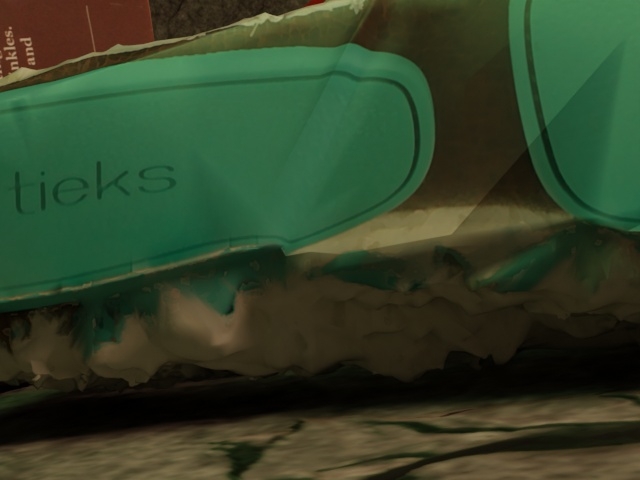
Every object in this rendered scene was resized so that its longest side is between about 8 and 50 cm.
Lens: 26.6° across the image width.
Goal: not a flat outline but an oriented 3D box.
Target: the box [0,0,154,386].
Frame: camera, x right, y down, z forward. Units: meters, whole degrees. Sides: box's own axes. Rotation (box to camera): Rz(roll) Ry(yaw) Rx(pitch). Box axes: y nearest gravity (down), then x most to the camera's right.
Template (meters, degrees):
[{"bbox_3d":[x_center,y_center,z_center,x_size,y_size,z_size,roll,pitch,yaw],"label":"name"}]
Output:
[{"bbox_3d":[-0.189,-0.019,0.589,0.167,0.168,0.203,-5,4,44],"label":"box"}]

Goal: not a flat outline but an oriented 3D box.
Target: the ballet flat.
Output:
[{"bbox_3d":[0.058,-0.020,0.437,0.409,0.147,0.147,-6,3,16],"label":"ballet flat"}]

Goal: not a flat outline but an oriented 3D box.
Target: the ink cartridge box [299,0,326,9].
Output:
[{"bbox_3d":[-0.082,-0.097,1.069,0.066,0.232,0.189,32,-43,-30],"label":"ink cartridge box"}]
